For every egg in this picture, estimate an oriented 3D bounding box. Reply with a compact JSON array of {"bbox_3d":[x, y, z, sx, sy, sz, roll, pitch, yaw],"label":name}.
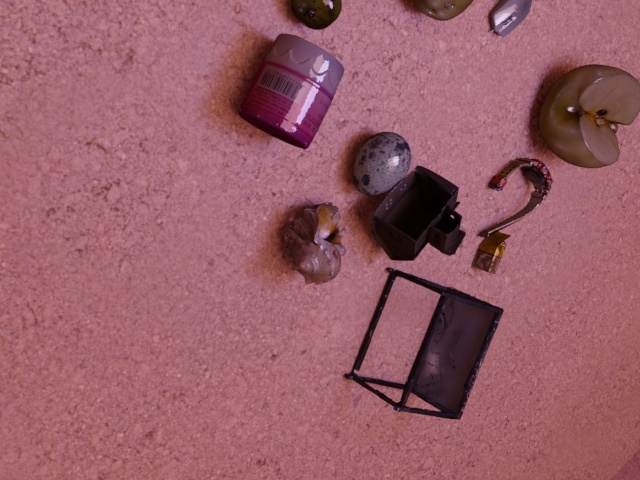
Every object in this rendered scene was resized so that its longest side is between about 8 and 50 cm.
[{"bbox_3d":[0.149,-0.188,1.743,0.132,0.132,0.172,32,94,-38],"label":"egg"}]

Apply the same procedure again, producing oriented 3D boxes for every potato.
[{"bbox_3d":[0.314,-0.658,1.695,0.252,0.159,0.174,-66,152,-10],"label":"potato"}]

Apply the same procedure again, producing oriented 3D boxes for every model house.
[{"bbox_3d":[0.268,-0.029,1.831,0.211,0.204,0.243,-48,160,-16],"label":"model house"}]

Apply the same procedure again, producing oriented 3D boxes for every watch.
[{"bbox_3d":[0.567,-0.135,2.096,0.268,0.102,0.165,-31,114,-14],"label":"watch"}]

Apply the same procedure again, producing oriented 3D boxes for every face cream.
[{"bbox_3d":[-0.061,-0.320,1.521,0.175,0.175,0.195,28,90,-38],"label":"face cream"}]

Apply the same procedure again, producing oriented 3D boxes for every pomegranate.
[{"bbox_3d":[-0.001,-0.532,1.548,0.115,0.114,0.142,56,42,-34],"label":"pomegranate"}]

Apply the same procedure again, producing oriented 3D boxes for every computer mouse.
[{"bbox_3d":[0.525,-0.630,1.918,0.182,0.056,0.089,-50,122,-11],"label":"computer mouse"}]

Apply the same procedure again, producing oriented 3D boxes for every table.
[{"bbox_3d":[0.285,0.284,1.938,0.272,0.222,0.335,19,93,-39],"label":"table"}]

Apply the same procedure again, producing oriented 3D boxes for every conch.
[{"bbox_3d":[0.000,0.000,1.690,0.245,0.162,0.178,-37,146,-56],"label":"conch"}]

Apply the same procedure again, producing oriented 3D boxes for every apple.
[{"bbox_3d":[0.783,-0.367,2.075,0.257,0.233,0.295,3,105,-43],"label":"apple"}]

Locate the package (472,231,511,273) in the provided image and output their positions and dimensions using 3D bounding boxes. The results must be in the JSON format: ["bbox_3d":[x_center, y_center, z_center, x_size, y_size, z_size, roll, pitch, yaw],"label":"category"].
[{"bbox_3d":[0.513,0.032,2.114,0.047,0.071,0.131,20,95,-35],"label":"package"}]
